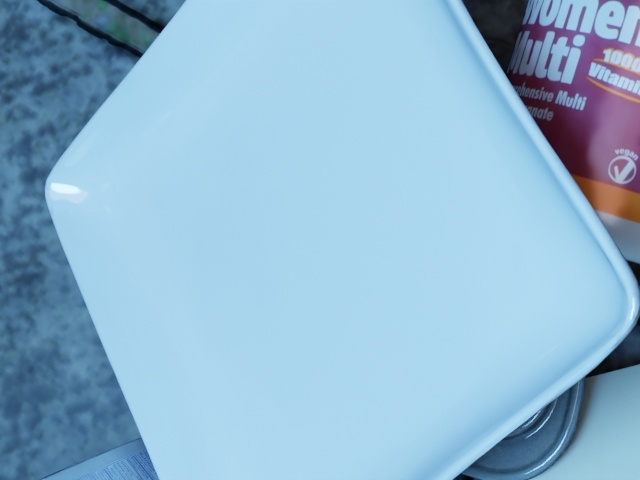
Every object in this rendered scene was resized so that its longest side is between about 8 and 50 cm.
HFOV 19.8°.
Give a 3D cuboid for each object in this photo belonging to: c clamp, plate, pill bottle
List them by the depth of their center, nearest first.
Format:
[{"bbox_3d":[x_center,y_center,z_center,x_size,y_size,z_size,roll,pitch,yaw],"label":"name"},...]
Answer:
[{"bbox_3d":[0.153,-0.101,0.808,0.121,0.121,0.221,17,92,16],"label":"pill bottle"},{"bbox_3d":[0.000,0.000,0.821,0.277,0.045,0.278,-46,57,33],"label":"plate"},{"bbox_3d":[0.053,0.034,0.836,0.160,0.022,0.137,21,88,27],"label":"c clamp"}]

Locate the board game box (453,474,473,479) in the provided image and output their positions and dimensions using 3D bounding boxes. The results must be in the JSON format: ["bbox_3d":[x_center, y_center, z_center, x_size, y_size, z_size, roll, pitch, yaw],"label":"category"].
[{"bbox_3d":[0.023,0.068,0.885,0.126,0.026,0.186,21,93,17],"label":"board game box"}]

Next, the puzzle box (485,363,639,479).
[{"bbox_3d":[0.222,0.220,0.717,0.272,0.052,0.409,-15,56,15],"label":"puzzle box"}]

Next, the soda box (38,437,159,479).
[{"bbox_3d":[-0.047,0.236,0.852,0.286,0.091,0.098,49,119,13],"label":"soda box"}]
